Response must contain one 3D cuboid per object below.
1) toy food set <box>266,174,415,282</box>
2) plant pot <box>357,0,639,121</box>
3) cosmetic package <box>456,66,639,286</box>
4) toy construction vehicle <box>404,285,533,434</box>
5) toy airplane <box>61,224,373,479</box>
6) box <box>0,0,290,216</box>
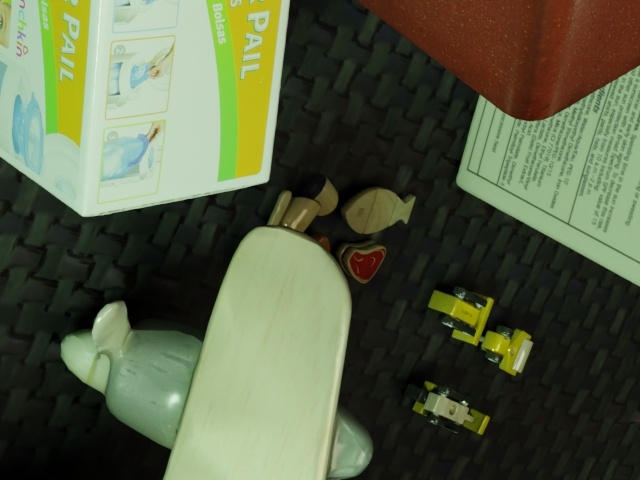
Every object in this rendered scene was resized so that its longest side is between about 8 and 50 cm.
[{"bbox_3d":[0.000,0.000,1.062,0.122,0.019,0.078,8,108,-53],"label":"toy food set"},{"bbox_3d":[0.108,-0.218,0.870,0.267,0.267,0.236,-30,143,-27],"label":"plant pot"},{"bbox_3d":[0.233,-0.042,1.044,0.129,0.296,0.153,1,113,-42],"label":"cosmetic package"},{"bbox_3d":[0.088,0.075,1.182,0.098,0.035,0.086,24,86,-50],"label":"toy construction vehicle"},{"bbox_3d":[-0.087,0.233,0.931,0.386,0.272,0.384,-31,102,-11],"label":"toy airplane"},{"bbox_3d":[-0.084,-0.129,0.834,0.103,0.114,0.203,-12,121,-37],"label":"box"}]
